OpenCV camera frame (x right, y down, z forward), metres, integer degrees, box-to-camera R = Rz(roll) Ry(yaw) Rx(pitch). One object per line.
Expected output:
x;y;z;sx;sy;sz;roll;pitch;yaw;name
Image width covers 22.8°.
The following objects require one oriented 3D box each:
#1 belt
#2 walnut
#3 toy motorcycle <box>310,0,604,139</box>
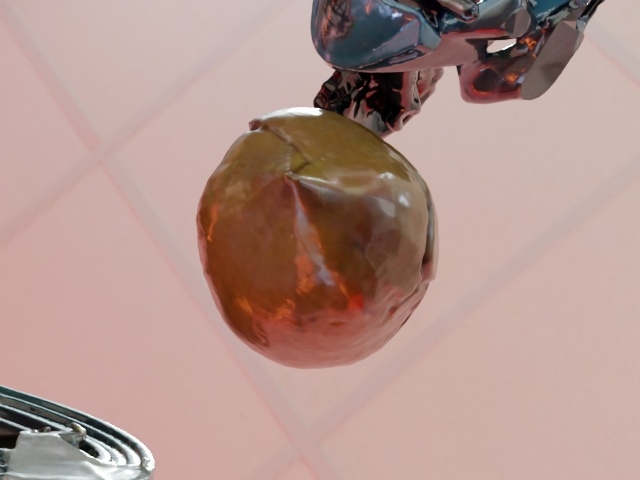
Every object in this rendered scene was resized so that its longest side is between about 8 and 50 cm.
-0.376;0.257;1.676;0.437;0.300;0.173;11;-83;33;belt
0.000;0.000;1.285;0.203;0.298;0.203;-1;-104;4;walnut
0.144;-0.237;1.323;0.416;0.232;0.172;-40;-113;3;toy motorcycle
